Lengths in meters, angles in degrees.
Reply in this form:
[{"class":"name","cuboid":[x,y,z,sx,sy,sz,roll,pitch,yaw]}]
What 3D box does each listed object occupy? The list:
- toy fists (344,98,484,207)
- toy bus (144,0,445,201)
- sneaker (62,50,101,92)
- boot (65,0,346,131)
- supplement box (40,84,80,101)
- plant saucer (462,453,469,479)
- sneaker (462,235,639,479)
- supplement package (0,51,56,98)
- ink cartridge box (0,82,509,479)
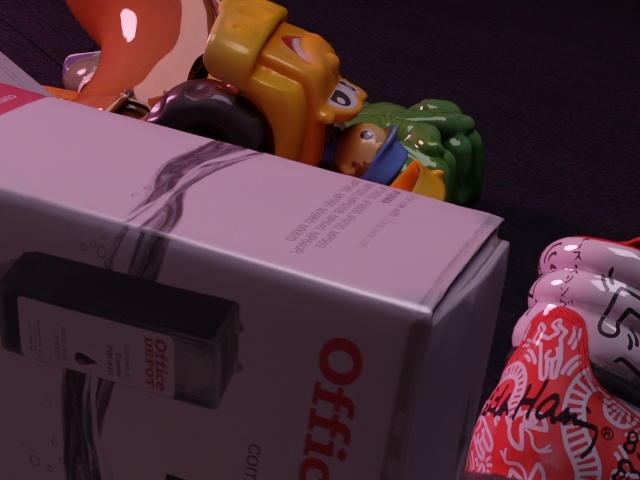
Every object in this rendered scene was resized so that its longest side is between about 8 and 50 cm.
[{"class":"toy fists","cuboid":[0.054,-0.062,1.244,0.142,0.096,0.279,17,17,14]},{"class":"toy bus","cuboid":[0.000,0.000,0.839,0.211,0.220,0.149,19,21,3]},{"class":"sneaker","cuboid":[-0.153,-0.153,1.437,0.192,0.064,0.086,-4,28,-32]},{"class":"boot","cuboid":[-0.143,-0.085,1.046,0.220,0.109,0.283,-33,70,-34]},{"class":"supplement box","cuboid":[-0.193,-0.070,1.145,0.233,0.080,0.078,8,19,-7]},{"class":"plant saucer","cuboid":[0.035,0.133,0.728,0.200,0.037,0.200,11,17,-3]},{"class":"sneaker","cuboid":[0.165,0.087,0.650,0.090,0.145,0.270,9,-11,44]},{"class":"supplement package","cuboid":[-0.261,-0.008,0.670,0.177,0.175,0.293,40,21,2]},{"class":"ink cartridge box","cuboid":[-0.062,0.049,0.510,0.217,0.159,0.092,15,23,15]}]
